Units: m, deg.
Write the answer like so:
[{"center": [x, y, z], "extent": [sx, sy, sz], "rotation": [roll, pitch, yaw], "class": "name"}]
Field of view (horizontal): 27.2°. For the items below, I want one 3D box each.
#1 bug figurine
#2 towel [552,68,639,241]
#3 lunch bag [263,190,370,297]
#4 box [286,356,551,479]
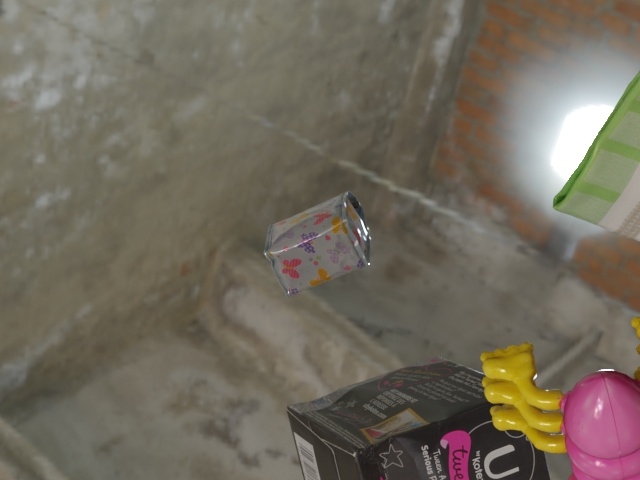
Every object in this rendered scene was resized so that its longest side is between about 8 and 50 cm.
[{"center": [0.187, 0.102, 0.562], "extent": [0.279, 0.216, 0.072], "rotation": [-17, -138, 8], "class": "bug figurine"}, {"center": [0.230, -0.034, 0.783], "extent": [0.152, 0.113, 0.023], "rotation": [18, -147, -14], "class": "towel"}, {"center": [0.000, 0.000, 0.997], "extent": [0.071, 0.053, 0.083], "rotation": [-23, -159, 10], "class": "lunch bag"}, {"center": [0.088, 0.230, 0.976], "extent": [0.142, 0.247, 0.163], "rotation": [-16, -170, -17], "class": "box"}]
